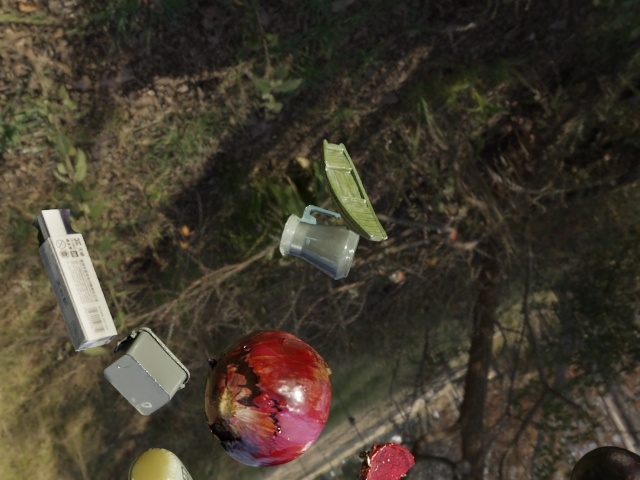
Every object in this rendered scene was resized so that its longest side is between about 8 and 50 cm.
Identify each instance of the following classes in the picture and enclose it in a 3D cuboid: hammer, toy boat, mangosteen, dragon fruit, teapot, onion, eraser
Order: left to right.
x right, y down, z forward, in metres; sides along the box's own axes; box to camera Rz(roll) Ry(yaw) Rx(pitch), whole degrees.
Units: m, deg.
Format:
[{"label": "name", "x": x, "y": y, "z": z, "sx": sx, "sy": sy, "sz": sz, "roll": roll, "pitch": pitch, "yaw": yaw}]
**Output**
[{"label": "eraser", "x": -0.701, "y": 0.108, "z": 1.872, "sx": 0.098, "sy": 0.404, "sz": 0.096, "roll": -8, "pitch": 158, "yaw": -49}, {"label": "hammer", "x": -0.294, "y": 0.578, "z": 1.310, "sx": 0.113, "sy": 0.305, "sz": 0.202, "roll": -19, "pitch": 142, "yaw": -6}, {"label": "onion", "x": -0.101, "y": 0.315, "z": 1.330, "sx": 0.276, "sy": 0.276, "sz": 0.276, "roll": -25, "pitch": 163, "yaw": -8}, {"label": "teapot", "x": 0.000, "y": 0.000, "z": 2.044, "sx": 0.225, "sy": 0.203, "sz": 0.171, "roll": 18, "pitch": 159, "yaw": 4}, {"label": "toy boat", "x": 0.063, "y": -0.102, "z": 1.475, "sx": 0.093, "sy": 0.293, "sz": 0.055, "roll": 5, "pitch": 138, "yaw": -35}, {"label": "dragon fruit", "x": 0.132, "y": 0.517, "z": 1.542, "sx": 0.162, "sy": 0.106, "sz": 0.083, "roll": -29, "pitch": -161, "yaw": -27}, {"label": "mangosteen", "x": 0.894, "y": 0.779, "z": 2.031, "sx": 0.302, "sy": 0.275, "sz": 0.275, "roll": -23, "pitch": 165, "yaw": -43}]

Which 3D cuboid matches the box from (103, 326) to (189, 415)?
[{"label": "box", "x": -0.539, "y": 0.408, "z": 2.031, "sx": 0.163, "sy": 0.243, "sz": 0.135, "roll": -34, "pitch": -167, "yaw": 20}]
